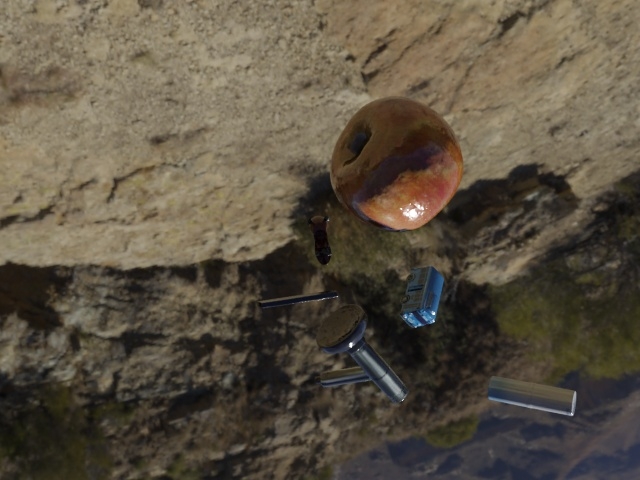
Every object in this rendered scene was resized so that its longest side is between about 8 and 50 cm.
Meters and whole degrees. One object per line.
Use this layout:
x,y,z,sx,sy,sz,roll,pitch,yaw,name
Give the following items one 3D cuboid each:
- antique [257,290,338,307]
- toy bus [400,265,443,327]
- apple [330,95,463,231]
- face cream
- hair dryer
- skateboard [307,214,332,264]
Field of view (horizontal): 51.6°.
-0.052,0.137,1.541,0.192,0.015,0.031,-7,-175,-22,antique
0.327,0.180,2.129,0.106,0.185,0.090,-13,134,39,toy bus
0.173,-0.157,1.426,0.301,0.301,0.301,-17,160,-6,apple
0.645,0.473,2.027,0.250,0.077,0.077,6,173,28,face cream
0.062,0.362,1.896,0.284,0.156,0.320,-19,120,22,hair dryer
0.000,0.000,2.004,0.067,0.151,0.080,-8,176,-3,skateboard
